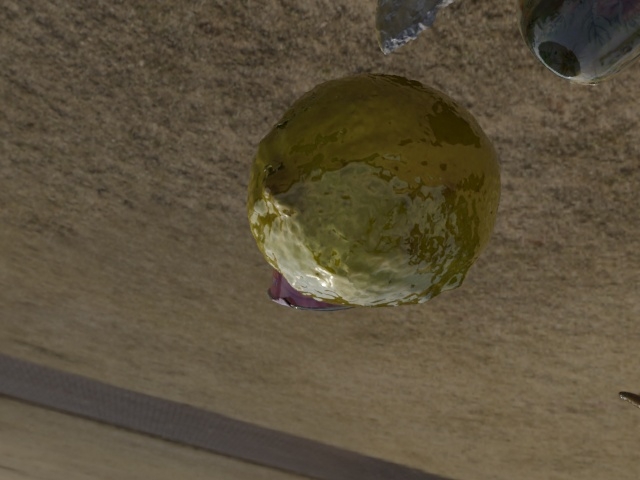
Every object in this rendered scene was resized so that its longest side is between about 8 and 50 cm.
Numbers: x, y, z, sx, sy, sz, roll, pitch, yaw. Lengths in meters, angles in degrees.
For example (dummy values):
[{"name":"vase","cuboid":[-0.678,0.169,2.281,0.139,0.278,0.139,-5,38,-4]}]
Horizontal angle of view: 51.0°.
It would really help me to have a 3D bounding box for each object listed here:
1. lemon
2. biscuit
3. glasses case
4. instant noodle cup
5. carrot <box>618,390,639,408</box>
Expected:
[{"name":"lemon","cuboid":[0.067,-0.052,0.770,0.322,0.268,0.268,5,159,-36]},{"name":"biscuit","cuboid":[0.176,-0.412,1.046,0.250,0.133,0.032,-31,161,30]},{"name":"glasses case","cuboid":[0.389,-0.333,0.676,0.098,0.156,0.425,-6,152,-50]},{"name":"instant noodle cup","cuboid":[0.000,0.000,1.440,0.244,0.255,0.244,1,-168,0]},{"name":"carrot","cuboid":[0.634,0.317,1.246,0.049,0.049,0.254,17,178,-11]}]
